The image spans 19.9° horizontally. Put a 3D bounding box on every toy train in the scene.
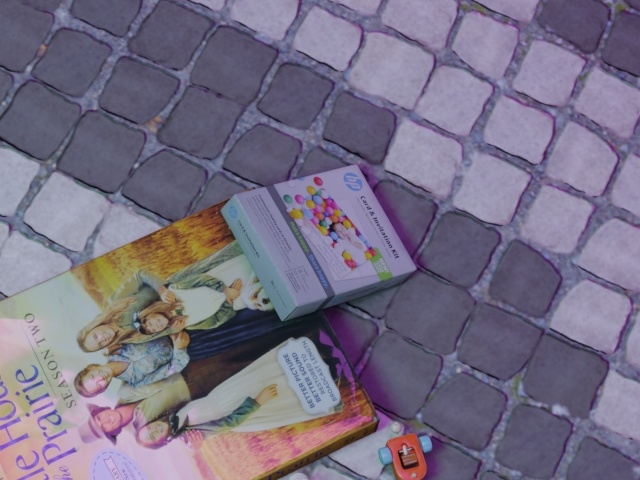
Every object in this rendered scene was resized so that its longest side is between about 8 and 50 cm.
[{"bbox_3d":[0.051,0.274,1.953,0.166,0.046,0.125,-18,72,-14],"label":"toy train"}]

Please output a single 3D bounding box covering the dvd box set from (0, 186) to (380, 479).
[{"bbox_3d":[-0.190,0.158,1.964,0.420,0.062,0.307,-24,73,-13],"label":"dvd box set"}]

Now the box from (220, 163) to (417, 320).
[{"bbox_3d":[0.000,0.000,2.004,0.186,0.038,0.145,-14,69,-42],"label":"box"}]
